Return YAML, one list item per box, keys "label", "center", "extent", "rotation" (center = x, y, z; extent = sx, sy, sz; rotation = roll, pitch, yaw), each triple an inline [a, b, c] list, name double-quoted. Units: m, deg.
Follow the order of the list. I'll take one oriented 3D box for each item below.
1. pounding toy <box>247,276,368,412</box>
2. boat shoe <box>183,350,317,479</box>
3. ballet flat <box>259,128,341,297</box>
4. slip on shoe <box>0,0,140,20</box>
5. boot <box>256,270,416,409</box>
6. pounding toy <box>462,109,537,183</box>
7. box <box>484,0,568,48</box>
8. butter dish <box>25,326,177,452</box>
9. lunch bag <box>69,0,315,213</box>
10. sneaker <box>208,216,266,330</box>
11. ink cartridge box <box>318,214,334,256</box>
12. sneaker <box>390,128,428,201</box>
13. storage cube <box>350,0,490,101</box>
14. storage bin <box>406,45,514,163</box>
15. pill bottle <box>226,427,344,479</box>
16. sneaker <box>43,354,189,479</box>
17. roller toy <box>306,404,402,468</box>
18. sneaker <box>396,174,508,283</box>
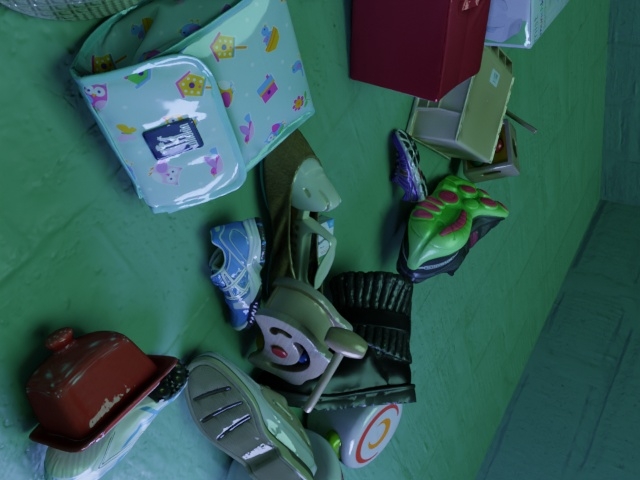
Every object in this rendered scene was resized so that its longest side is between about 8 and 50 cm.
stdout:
- label: "pounding toy"
  center: [-0.053, 0.168, 0.997]
  extent: [0.154, 0.269, 0.155]
  rotation: [36, 56, -10]
- label: "boat shoe"
  center: [-0.113, 0.293, 1.040]
  extent: [0.302, 0.113, 0.103]
  rotation: [57, 20, -17]
- label: "ballet flat"
  center: [-0.028, -0.029, 1.054]
  extent: [0.116, 0.124, 0.343]
  rotation: [-25, 124, -50]
- label: "slip on shoe"
  center: [-0.287, -0.280, 0.565]
  extent: [0.331, 0.123, 0.101]
  rotation: [0, 81, -60]
- label: "boot"
  center: [0.030, 0.187, 1.218]
  extent: [0.347, 0.131, 0.260]
  rotation: [4, 77, -27]
- label: "pounding toy"
  center: [0.457, -0.272, 1.627]
  extent: [0.094, 0.181, 0.206]
  rotation: [23, 62, -57]
- label: "box"
  center: [0.338, -0.501, 1.270]
  extent: [0.231, 0.261, 0.127]
  rotation: [-50, 141, -34]
- label: "butter dish"
  center: [-0.284, 0.157, 0.756]
  extent: [0.160, 0.160, 0.118]
  rotation: [-44, 115, -38]
- label: "lunch bag"
  center: [-0.150, -0.182, 0.773]
  extent: [0.262, 0.160, 0.223]
  rotation: [-46, 146, -22]
- label: "sneaker"
  center: [-0.134, 0.054, 0.994]
  extent: [0.081, 0.080, 0.211]
  rotation: [-3, 123, -15]
- label: "ink cartridge box"
  center: [0.000, 0.000, 1.198]
  extent: [0.048, 0.028, 0.083]
  rotation: [-26, 125, -49]
- label: "sneaker"
  center: [0.181, -0.157, 1.376]
  extent: [0.068, 0.071, 0.170]
  rotation: [-58, 134, -57]
- label: "storage cube"
  center: [0.177, -0.386, 1.133]
  extent: [0.183, 0.215, 0.193]
  rotation: [-40, 141, -42]
- label: "storage bin"
  center: [0.335, -0.332, 1.473]
  extent: [0.262, 0.123, 0.261]
  rotation: [10, 95, -57]
- label: "pill bottle"
  center: [-0.041, 0.547, 1.216]
  extent: [0.210, 0.210, 0.363]
  rotation: [-45, 139, -37]
- label: "sneaker"
  center: [-0.274, 0.244, 0.859]
  extent: [0.237, 0.085, 0.086]
  rotation: [-42, 163, -44]
- label: "roller toy"
  center: [0.071, 0.374, 1.366]
  extent: [0.209, 0.146, 0.191]
  rotation: [29, 90, -56]
- label: "sneaker"
  center: [0.313, -0.028, 1.572]
  extent: [0.482, 0.185, 0.202]
  rotation: [-22, 147, -52]
